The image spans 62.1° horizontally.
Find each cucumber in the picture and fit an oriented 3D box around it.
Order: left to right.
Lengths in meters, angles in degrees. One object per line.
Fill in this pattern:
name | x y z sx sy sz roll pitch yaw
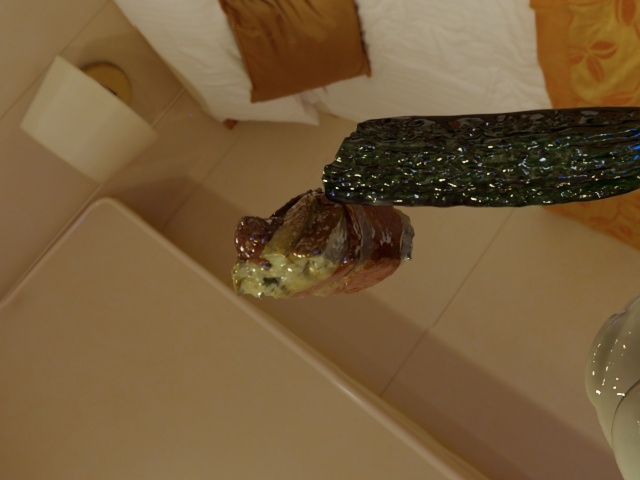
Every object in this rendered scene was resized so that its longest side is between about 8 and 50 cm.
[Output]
cucumber | 0.136 -0.060 0.410 0.265 0.077 0.077 3 158 19

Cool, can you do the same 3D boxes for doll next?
doll | 0.340 0.145 0.470 0.221 0.251 0.221 15 174 2

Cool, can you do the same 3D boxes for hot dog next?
hot dog | 0.000 0.000 0.526 0.213 0.146 0.103 8 -119 -55
